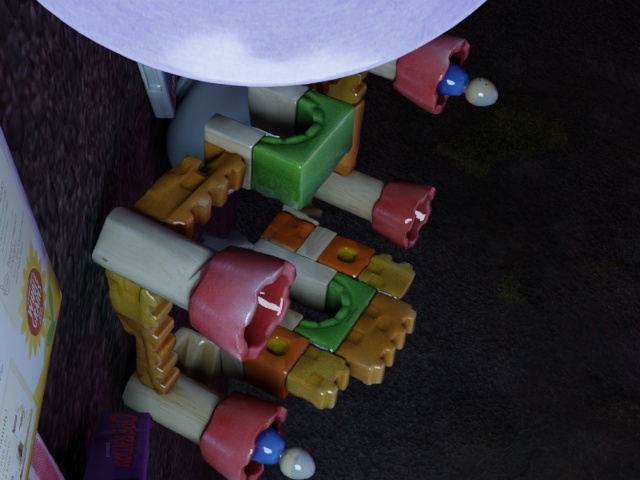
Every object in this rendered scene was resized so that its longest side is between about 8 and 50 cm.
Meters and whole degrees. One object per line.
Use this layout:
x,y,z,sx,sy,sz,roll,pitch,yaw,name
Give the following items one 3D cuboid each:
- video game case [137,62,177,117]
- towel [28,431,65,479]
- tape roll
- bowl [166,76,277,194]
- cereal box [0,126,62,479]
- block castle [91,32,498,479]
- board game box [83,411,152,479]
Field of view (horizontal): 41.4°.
-0.173,-0.276,0.881,0.285,0.025,0.204,102,-11,-75,video game case
-0.168,0.212,0.462,0.144,0.029,0.197,96,-8,-52,towel
-0.025,-0.206,0.349,0.090,0.275,0.274,-95,-173,-72,tape roll
-0.096,-0.182,1.111,0.134,0.298,0.298,52,-5,2,bowl
-0.142,0.027,0.280,0.240,0.047,0.173,95,-4,-54,cereal box
0.000,0.000,0.858,0.453,0.213,0.303,-52,159,-39,block castle
-0.135,0.257,0.524,0.347,0.056,0.208,-145,-125,-78,board game box
